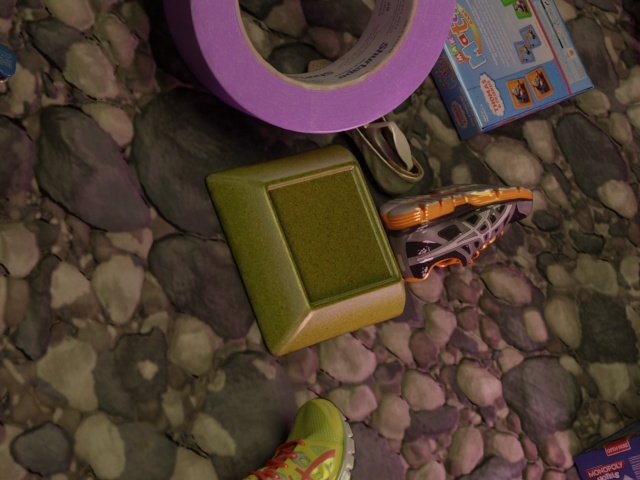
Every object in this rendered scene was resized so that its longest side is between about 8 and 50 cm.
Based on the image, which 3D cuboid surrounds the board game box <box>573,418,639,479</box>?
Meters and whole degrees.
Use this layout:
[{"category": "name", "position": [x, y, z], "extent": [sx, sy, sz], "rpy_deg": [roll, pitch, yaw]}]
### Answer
[{"category": "board game box", "position": [0.403, 0.207, 1.922], "extent": [0.194, 0.194, 0.060], "rpy_deg": [-20, 87, -57]}]

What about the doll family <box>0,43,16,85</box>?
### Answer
[{"category": "doll family", "position": [-0.371, -0.099, 1.399], "extent": [0.263, 0.163, 0.118], "rpy_deg": [23, 41, -38]}]

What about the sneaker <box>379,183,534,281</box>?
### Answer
[{"category": "sneaker", "position": [0.143, -0.013, 1.851], "extent": [0.215, 0.084, 0.083], "rpy_deg": [-13, 99, -41]}]

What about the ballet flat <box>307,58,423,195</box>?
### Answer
[{"category": "ballet flat", "position": [0.051, -0.124, 1.828], "extent": [0.168, 0.052, 0.057], "rpy_deg": [55, 47, -8]}]

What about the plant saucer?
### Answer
[{"category": "plant saucer", "position": [0.000, 0.000, 1.740], "extent": [0.188, 0.045, 0.188], "rpy_deg": [-16, 84, -42]}]

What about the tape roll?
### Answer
[{"category": "tape roll", "position": [-0.009, -0.245, 1.711], "extent": [0.275, 0.090, 0.274], "rpy_deg": [-5, 104, -21]}]

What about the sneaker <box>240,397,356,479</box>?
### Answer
[{"category": "sneaker", "position": [-0.036, 0.225, 1.595], "extent": [0.094, 0.081, 0.208], "rpy_deg": [33, 55, -23]}]

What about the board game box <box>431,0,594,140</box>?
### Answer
[{"category": "board game box", "position": [0.203, -0.215, 2.001], "extent": [0.211, 0.039, 0.160], "rpy_deg": [-22, 87, -43]}]
